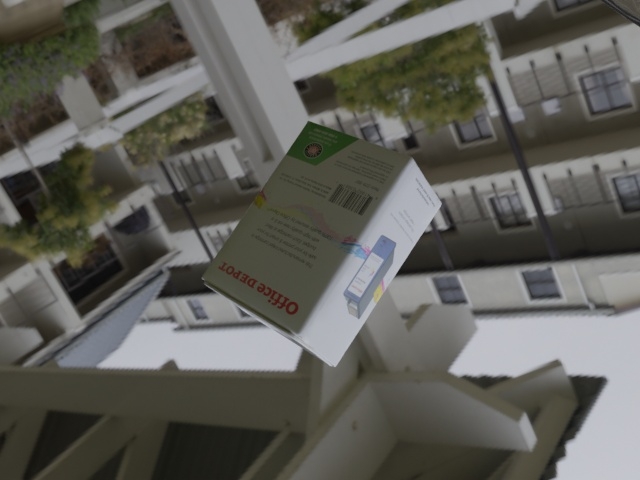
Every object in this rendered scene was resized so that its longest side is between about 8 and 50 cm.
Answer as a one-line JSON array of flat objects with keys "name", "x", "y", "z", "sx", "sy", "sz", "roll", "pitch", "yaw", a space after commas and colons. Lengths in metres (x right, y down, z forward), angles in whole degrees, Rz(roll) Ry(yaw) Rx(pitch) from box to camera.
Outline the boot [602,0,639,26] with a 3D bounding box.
[{"name": "boot", "x": 0.137, "y": -0.285, "z": 0.346, "sx": 0.138, "sy": 0.377, "sz": 0.284, "roll": -27, "pitch": 154, "yaw": -32}]

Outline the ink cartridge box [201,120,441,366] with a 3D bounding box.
[{"name": "ink cartridge box", "x": 0.000, "y": 0.000, "z": 0.839, "sx": 0.154, "sy": 0.093, "sz": 0.212, "roll": 25, "pitch": -104, "yaw": 38}]
